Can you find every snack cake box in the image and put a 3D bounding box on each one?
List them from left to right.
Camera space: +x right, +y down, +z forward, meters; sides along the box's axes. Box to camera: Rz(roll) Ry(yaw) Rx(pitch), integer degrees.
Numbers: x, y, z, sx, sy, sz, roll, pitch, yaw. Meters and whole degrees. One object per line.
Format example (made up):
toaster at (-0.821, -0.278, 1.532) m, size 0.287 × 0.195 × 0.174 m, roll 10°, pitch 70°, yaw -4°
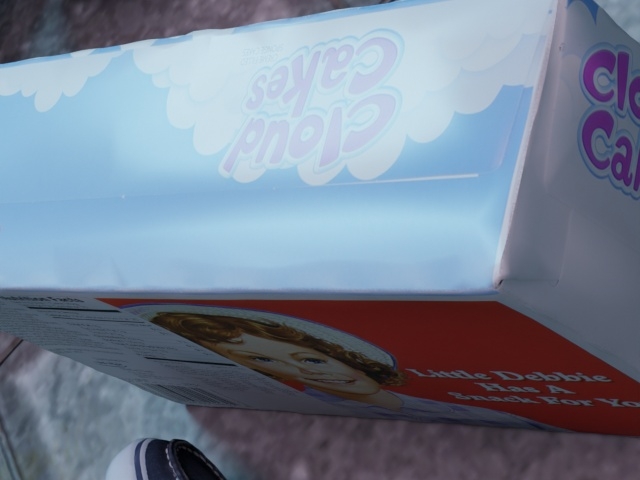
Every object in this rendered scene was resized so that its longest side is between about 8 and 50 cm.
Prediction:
snack cake box at (0.000, 0.000, 0.493) m, size 0.264 × 0.152 × 0.089 m, roll -1°, pitch 68°, yaw 41°

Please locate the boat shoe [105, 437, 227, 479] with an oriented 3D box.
boat shoe at (-0.002, 0.115, 0.505) m, size 0.083 × 0.065 × 0.183 m, roll -47°, pitch 51°, yaw 9°
